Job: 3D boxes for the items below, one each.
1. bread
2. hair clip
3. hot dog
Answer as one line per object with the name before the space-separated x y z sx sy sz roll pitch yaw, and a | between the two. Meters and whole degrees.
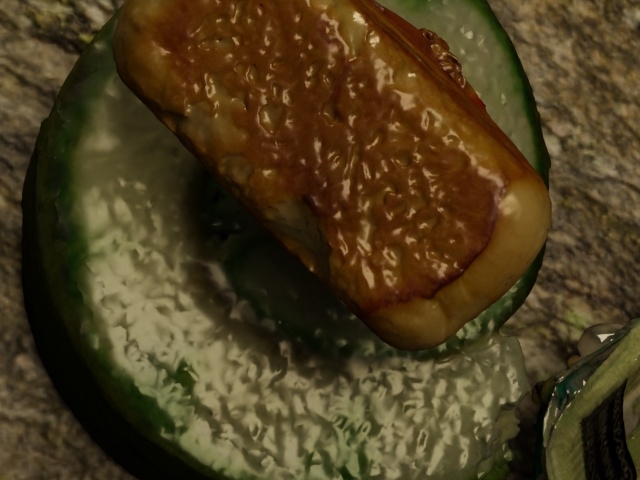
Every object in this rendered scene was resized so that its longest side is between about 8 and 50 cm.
bread | 0.000 0.000 1.072 0.366 0.129 0.382 -38 91 -24
hair clip | 0.248 0.080 1.160 0.321 0.091 0.138 -27 126 -26
hot dog | 0.011 -0.061 0.937 0.257 0.153 0.150 45 98 6
